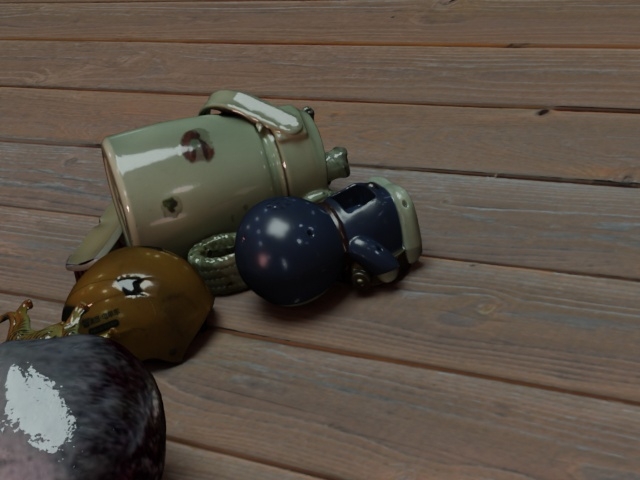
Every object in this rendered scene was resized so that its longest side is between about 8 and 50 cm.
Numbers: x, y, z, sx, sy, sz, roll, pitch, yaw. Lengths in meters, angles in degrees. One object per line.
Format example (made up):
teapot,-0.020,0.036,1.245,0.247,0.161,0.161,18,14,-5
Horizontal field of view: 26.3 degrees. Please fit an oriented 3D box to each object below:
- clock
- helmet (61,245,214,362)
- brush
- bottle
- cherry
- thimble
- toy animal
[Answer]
clock,0.000,0.000,1.855,0.243,0.147,0.199,-17,31,-19
helmet,-0.258,0.081,1.849,0.224,0.130,0.198,-6,26,20
brush,-0.325,-0.008,2.145,0.060,0.050,0.321,-13,20,12
bottle,-0.138,-0.107,2.042,0.351,0.229,0.229,-18,27,-11
cherry,-0.294,0.222,1.503,0.255,0.218,0.296,-12,38,-12
thimble,-0.131,0.032,1.942,0.110,0.062,0.084,-5,31,20
toy animal,-0.340,0.126,1.743,0.241,0.057,0.099,6,40,33
